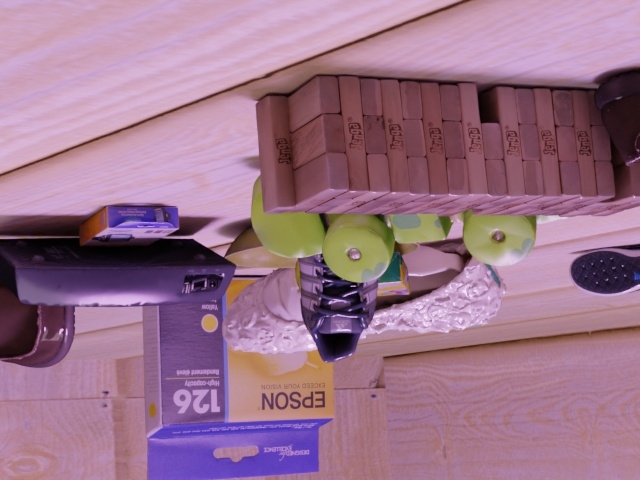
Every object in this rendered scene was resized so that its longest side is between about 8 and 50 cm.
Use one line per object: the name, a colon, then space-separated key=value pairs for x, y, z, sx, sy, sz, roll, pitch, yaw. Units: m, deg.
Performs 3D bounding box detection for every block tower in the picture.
block tower: x=0.122 y=-0.070 z=1.128 sx=0.335 sy=0.091 sz=0.097 roll=-1 pitch=171 yaw=-23

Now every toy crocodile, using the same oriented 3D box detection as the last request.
toy crocodile: x=0.101 y=-0.041 z=1.309 sx=0.340 sy=0.105 sz=0.115 roll=-8 pitch=-148 yaw=20

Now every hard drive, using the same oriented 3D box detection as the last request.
hard drive: x=-0.242 y=0.034 z=1.642 sx=0.254 sy=0.054 sz=0.172 roll=0 pitch=-168 yaw=-25

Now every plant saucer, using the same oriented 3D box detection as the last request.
plant saucer: x=0.000 y=0.000 z=1.740 sx=0.240 sy=0.037 sz=0.241 roll=-4 pitch=171 yaw=-1

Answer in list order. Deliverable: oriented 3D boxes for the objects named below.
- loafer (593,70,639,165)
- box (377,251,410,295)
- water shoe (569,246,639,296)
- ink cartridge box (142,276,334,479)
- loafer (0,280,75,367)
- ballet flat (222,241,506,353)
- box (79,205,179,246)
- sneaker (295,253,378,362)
loafer: x=0.322 y=-0.090 z=1.116 sx=0.220 sy=0.078 sz=0.080 roll=-3 pitch=172 yaw=-5
box: x=0.060 y=0.049 z=1.834 sx=0.105 sy=0.043 sz=0.179 roll=-5 pitch=170 yaw=6
water shoe: x=0.478 y=0.045 z=2.144 sx=0.203 sy=0.073 sz=0.080 roll=-7 pitch=173 yaw=26
ink cartridge box: x=-0.121 y=0.209 z=2.183 sx=0.303 sy=0.307 sz=0.072 roll=1 pitch=171 yaw=-31
loafer: x=-0.469 y=0.117 z=1.989 sx=0.130 sy=0.134 sz=0.366 roll=3 pitch=169 yaw=-42
ballet flat: x=0.050 y=0.062 z=1.988 sx=0.408 sy=0.147 sz=0.147 roll=-8 pitch=171 yaw=10
box: x=-0.210 y=-0.016 z=1.571 sx=0.081 sy=0.028 sz=0.136 roll=0 pitch=169 yaw=-25
sneaker: x=0.025 y=0.034 z=1.552 sx=0.111 sy=0.121 sz=0.300 roll=-5 pitch=152 yaw=0
